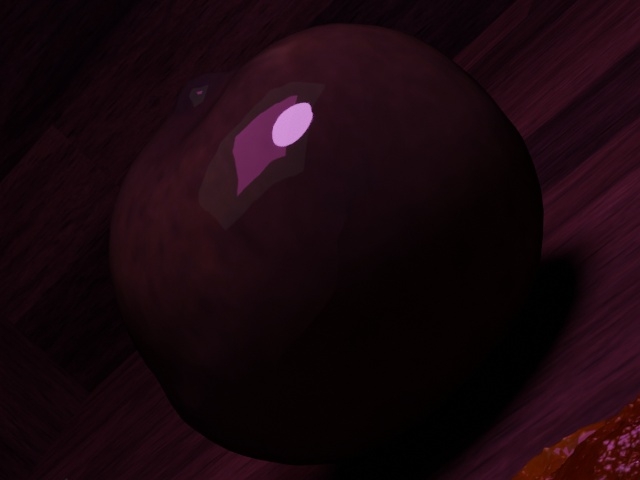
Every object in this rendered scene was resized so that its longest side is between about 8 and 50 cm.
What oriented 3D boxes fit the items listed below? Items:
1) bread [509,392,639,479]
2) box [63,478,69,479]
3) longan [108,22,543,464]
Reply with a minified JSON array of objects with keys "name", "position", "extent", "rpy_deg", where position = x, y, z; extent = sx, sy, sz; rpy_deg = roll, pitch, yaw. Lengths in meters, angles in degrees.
[{"name":"bread","position":[0.081,0.166,0.527],"extent":[0.380,0.109,0.185],"rpy_deg":[-37,7,32]},{"name":"box","position":[-0.157,0.296,0.825],"extent":[0.148,0.195,0.177],"rpy_deg":[-45,9,8]},{"name":"longan","position":[0.000,0.000,1.009],"extent":[0.361,0.361,0.361],"rpy_deg":[-45,8,9]}]
